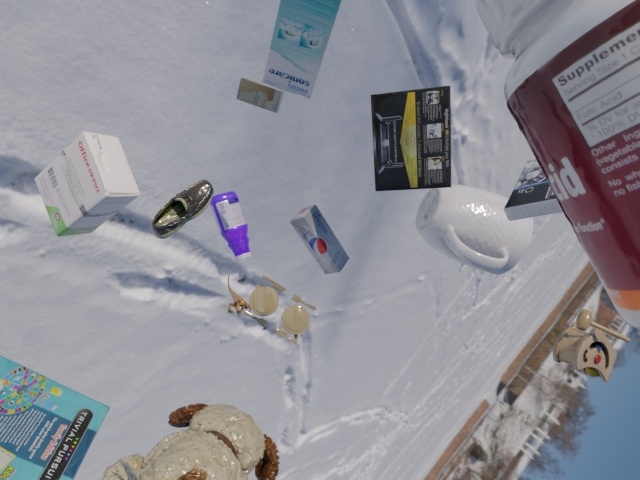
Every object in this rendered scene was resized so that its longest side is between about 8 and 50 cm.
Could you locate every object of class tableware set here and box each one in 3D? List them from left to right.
[{"bbox_3d":[-0.123,0.208,1.192,0.128,0.194,0.039,-59,-175,-19],"label":"tableware set"}]

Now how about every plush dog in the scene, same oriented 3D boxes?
[{"bbox_3d":[-0.187,0.364,0.663,0.211,0.262,0.225,-63,172,23],"label":"plush dog"}]

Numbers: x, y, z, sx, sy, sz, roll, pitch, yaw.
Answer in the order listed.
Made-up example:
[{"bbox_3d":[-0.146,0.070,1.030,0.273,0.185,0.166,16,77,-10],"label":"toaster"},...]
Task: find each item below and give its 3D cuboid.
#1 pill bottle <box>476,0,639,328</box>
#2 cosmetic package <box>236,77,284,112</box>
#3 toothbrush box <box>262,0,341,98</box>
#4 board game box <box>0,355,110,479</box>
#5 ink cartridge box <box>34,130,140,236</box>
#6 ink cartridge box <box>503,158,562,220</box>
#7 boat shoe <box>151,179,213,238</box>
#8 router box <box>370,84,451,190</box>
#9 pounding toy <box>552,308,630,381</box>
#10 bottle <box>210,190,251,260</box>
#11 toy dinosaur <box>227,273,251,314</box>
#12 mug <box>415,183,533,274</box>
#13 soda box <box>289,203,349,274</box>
[{"bbox_3d":[0.331,-0.129,0.400,0.223,0.393,0.224,-24,174,-3],"label":"pill bottle"},{"bbox_3d":[-0.163,-0.391,1.087,0.041,0.115,0.060,-71,179,-70],"label":"cosmetic package"},{"bbox_3d":[-0.027,-0.517,0.923,0.216,0.126,0.296,-83,-168,-48],"label":"toothbrush box"},{"bbox_3d":[-0.635,0.376,0.794,0.336,0.254,0.079,38,106,-19],"label":"board game box"},{"bbox_3d":[-0.682,-0.159,1.177,0.272,0.199,0.114,-26,174,26],"label":"ink cartridge box"},{"bbox_3d":[0.559,-0.138,0.930,0.045,0.208,0.206,53,57,-21],"label":"ink cartridge box"},{"bbox_3d":[-0.393,-0.098,1.159,0.223,0.080,0.073,-48,180,-23],"label":"boat shoe"},{"bbox_3d":[0.292,-0.320,1.292,0.081,0.242,0.309,-40,128,-69],"label":"router box"},{"bbox_3d":[0.830,0.346,1.225,0.269,0.154,0.154,45,75,-23],"label":"pounding toy"},{"bbox_3d":[-0.362,-0.057,1.670,0.118,0.283,0.092,-20,-179,-30],"label":"bottle"},{"bbox_3d":[-0.344,0.246,1.666,0.211,0.064,0.112,50,34,-24],"label":"toy dinosaur"},{"bbox_3d":[0.523,-0.031,1.406,0.374,0.327,0.276,-83,-165,-56],"label":"mug"},{"bbox_3d":[0.000,0.000,1.655,0.286,0.091,0.098,57,45,-20],"label":"soda box"}]
